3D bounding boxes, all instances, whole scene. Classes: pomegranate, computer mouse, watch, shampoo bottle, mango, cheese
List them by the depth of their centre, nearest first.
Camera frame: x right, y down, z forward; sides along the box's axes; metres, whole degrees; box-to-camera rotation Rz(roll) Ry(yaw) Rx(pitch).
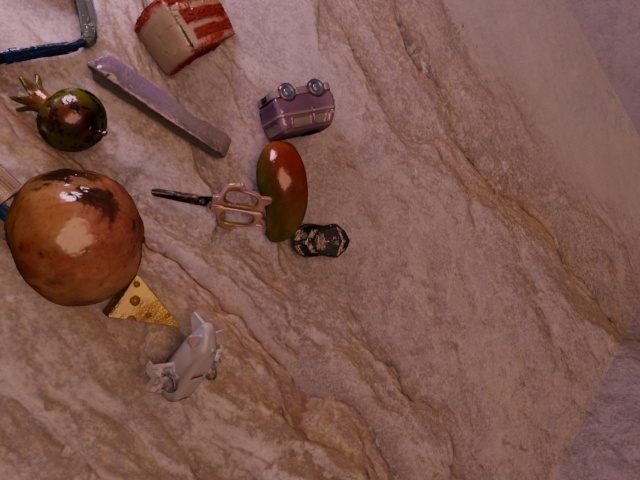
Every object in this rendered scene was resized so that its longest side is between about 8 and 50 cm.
[{"bbox_3d":[-0.533,-0.008,1.141,0.322,0.322,0.322,0,91,-30],"label":"pomegranate"},{"bbox_3d":[-0.747,-0.134,1.169,0.087,0.050,0.183,-46,111,-18],"label":"shampoo bottle"},{"bbox_3d":[-0.599,-0.300,1.199,0.220,0.156,0.156,41,71,-19],"label":"pomegranate"},{"bbox_3d":[-0.679,-0.565,1.204,0.274,0.068,0.276,-19,100,-23],"label":"watch"},{"bbox_3d":[-0.439,0.177,1.324,0.171,0.093,0.126,38,72,-26],"label":"cheese"},{"bbox_3d":[-0.106,-0.142,1.496,0.146,0.129,0.289,-18,108,-30],"label":"mango"},{"bbox_3d":[0.000,0.000,1.592,0.192,0.062,0.106,0,92,-24],"label":"computer mouse"}]

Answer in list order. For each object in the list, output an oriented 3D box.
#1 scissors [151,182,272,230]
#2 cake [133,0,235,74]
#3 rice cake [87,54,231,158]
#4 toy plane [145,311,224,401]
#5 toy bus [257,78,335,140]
[{"bbox_3d":[-0.296,-0.101,1.409,0.317,0.024,0.160,9,126,-16],"label":"scissors"},{"bbox_3d":[-0.362,-0.557,1.387,0.158,0.159,0.262,59,31,-17],"label":"cake"},{"bbox_3d":[-0.410,-0.344,1.353,0.399,0.064,0.070,33,65,-26],"label":"rice cake"},{"bbox_3d":[-0.342,0.313,1.342,0.252,0.118,0.252,-37,150,-26],"label":"toy plane"},{"bbox_3d":[-0.064,-0.376,1.508,0.202,0.142,0.142,-18,94,-27],"label":"toy bus"}]
